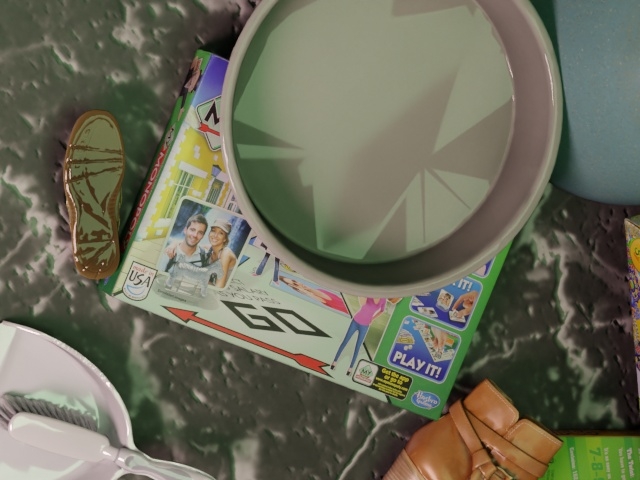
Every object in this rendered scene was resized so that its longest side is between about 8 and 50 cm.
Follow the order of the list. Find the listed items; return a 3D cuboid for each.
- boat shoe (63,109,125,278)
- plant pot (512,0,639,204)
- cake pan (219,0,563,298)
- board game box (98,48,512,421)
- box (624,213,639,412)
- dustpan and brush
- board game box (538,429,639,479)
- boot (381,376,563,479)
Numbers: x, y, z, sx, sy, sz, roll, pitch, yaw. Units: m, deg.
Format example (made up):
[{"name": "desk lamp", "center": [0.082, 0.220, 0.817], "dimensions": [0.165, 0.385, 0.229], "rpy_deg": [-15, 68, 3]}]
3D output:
[{"name": "boat shoe", "center": [-0.182, -0.039, 1.463], "dimensions": [0.050, 0.045, 0.135], "rpy_deg": [2, 102, -13]}, {"name": "plant pot", "center": [0.309, -0.162, 1.551], "dimensions": [0.290, 0.195, 0.290], "rpy_deg": [-4, 100, -20]}, {"name": "cake pan", "center": [0.053, -0.101, 1.485], "dimensions": [0.293, 0.054, 0.293], "rpy_deg": [-3, 101, -18]}, {"name": "board game box", "center": [0.000, 0.000, 1.540], "dimensions": [0.317, 0.046, 0.213], "rpy_deg": [22, 91, -23]}, {"name": "box", "center": [0.439, 0.099, 1.589], "dimensions": [0.290, 0.177, 0.279], "rpy_deg": [-14, 113, -14]}, {"name": "dustpan and brush", "center": [-0.184, 0.165, 1.488], "dimensions": [0.211, 0.060, 0.147], "rpy_deg": [20, 91, -23]}, {"name": "board game box", "center": [0.274, 0.236, 1.692], "dimensions": [0.259, 0.039, 0.124], "rpy_deg": [3, 98, -19]}, {"name": "boot", "center": [0.159, 0.230, 1.598], "dimensions": [0.197, 0.073, 0.152], "rpy_deg": [43, 94, -5]}]
